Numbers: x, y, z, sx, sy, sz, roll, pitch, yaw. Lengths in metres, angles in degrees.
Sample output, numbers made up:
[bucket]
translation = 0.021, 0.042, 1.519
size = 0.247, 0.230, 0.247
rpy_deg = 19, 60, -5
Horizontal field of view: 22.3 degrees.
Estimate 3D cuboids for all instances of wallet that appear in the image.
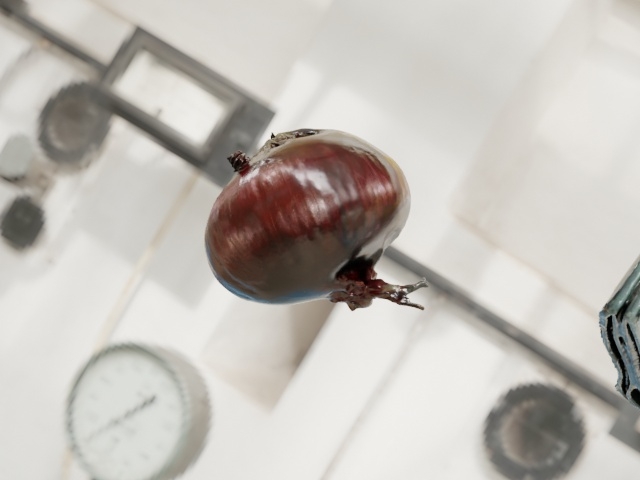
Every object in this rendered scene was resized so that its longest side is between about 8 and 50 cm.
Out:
[wallet]
translation = 0.338, 0.013, 1.462
size = 0.054, 0.251, 0.290
rpy_deg = 27, -15, 24

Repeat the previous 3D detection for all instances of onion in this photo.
[onion]
translation = 0.000, 0.000, 1.958
size = 0.285, 0.273, 0.273
rpy_deg = 57, 10, 9
